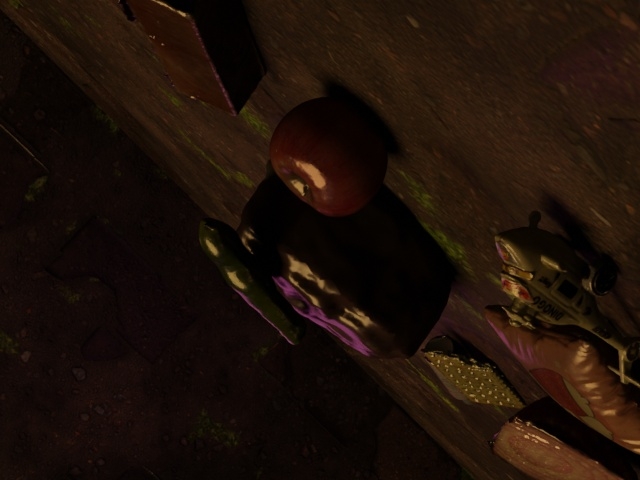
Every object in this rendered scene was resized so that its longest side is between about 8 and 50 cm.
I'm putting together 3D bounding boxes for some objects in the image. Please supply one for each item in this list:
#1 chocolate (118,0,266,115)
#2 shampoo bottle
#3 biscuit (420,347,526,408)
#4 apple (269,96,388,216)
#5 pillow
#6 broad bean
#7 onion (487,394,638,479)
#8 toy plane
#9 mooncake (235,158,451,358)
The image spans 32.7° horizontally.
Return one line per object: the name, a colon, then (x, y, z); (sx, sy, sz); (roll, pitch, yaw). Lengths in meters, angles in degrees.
chocolate: (-0.154, -0.269, 1.386); (0.112, 0.112, 0.321); (32, 168, 16)
shampoo bottle: (0.270, 0.265, 2.182); (0.072, 0.072, 0.214); (36, 169, 40)
biscuit: (0.293, 0.262, 2.055); (0.144, 0.016, 0.203); (2, 147, 40)
apple: (0.014, -0.107, 1.351); (0.153, 0.120, 0.153); (43, 166, 13)
pillow: (0.333, 0.175, 1.379); (0.236, 0.084, 0.223); (45, 171, -20)
broad bean: (-0.096, 0.068, 1.595); (0.098, 0.056, 0.318); (32, 163, 39)
onion: (0.408, 0.326, 1.743); (0.247, 0.111, 0.250); (26, 156, 7)
toy plane: (0.268, 0.071, 1.146); (0.286, 0.108, 0.092); (34, 177, -36)
mooncake: (0.032, 0.030, 1.701); (0.351, 0.212, 0.381); (34, 171, 16)
